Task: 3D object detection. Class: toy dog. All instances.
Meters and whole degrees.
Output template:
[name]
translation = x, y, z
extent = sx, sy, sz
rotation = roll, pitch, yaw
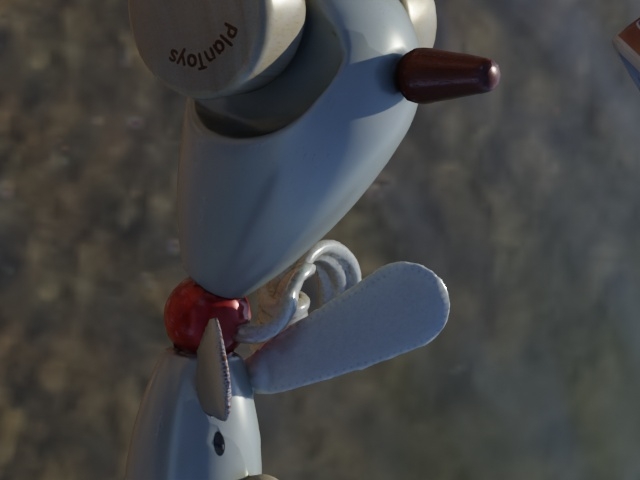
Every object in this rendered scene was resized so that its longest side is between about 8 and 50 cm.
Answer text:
[toy dog]
translation = 0.000, 0.000, 0.923
extent = 0.220, 0.161, 0.333
rotation = -36, 135, -40

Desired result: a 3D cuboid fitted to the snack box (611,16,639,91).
[snack box]
translation = 0.110, 0.037, 0.331
extent = 0.022, 0.064, 0.178
rotation = -33, 110, 7
